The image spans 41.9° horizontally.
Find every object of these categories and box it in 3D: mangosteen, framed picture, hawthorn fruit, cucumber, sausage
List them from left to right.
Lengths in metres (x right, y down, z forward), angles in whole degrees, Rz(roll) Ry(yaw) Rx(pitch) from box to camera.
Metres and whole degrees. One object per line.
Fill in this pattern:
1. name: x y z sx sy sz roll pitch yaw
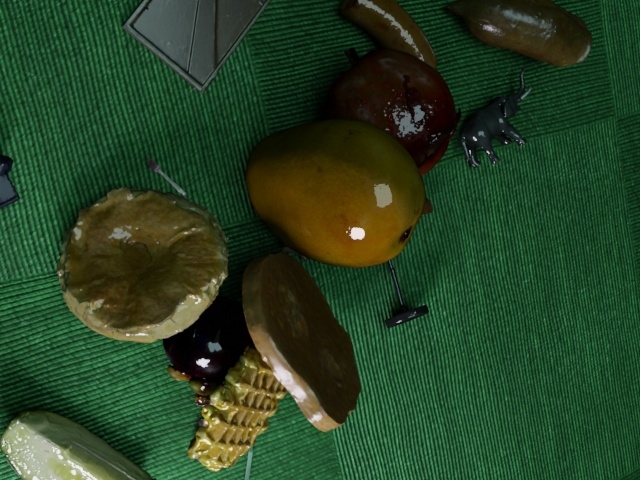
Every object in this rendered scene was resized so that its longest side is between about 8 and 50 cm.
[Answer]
1. cucumber: -0.495 0.445 1.665 0.145 0.105 0.325 -43 113 12
2. framed picture: -0.245 -0.486 1.745 0.213 0.016 0.289 38 78 -24
3. mangosteen: -0.230 0.226 1.726 0.194 0.194 0.230 -3 106 -25
4. hawthorn fruit: 0.146 -0.261 1.817 0.316 0.316 0.315 -2 96 -25
5. sausage: 0.164 -0.472 1.898 0.270 0.109 0.108 41 77 -22

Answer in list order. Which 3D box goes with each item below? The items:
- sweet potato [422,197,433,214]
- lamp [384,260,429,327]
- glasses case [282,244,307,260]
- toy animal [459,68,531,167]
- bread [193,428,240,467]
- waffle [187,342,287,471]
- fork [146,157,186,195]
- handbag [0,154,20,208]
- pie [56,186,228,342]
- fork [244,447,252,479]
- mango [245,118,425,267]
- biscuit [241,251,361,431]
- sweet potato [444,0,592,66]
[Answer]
1. sweet potato: 0.211 -0.084 1.982 0.117 0.049 0.049 -1 95 -26
2. lamp: 0.165 0.030 1.936 0.130 0.109 0.370 -16 101 -27
3. glasses case: 0.000 0.000 1.887 0.194 0.070 0.102 11 57 -22
4. toy animal: 0.445 -0.288 2.056 0.269 0.082 0.137 -43 112 -16
5. bread: -0.229 0.445 1.812 0.066 0.060 0.110 -34 111 14
6. waffle: -0.147 0.331 1.720 0.329 0.062 0.329 -46 153 -33
7. fork: -0.321 -0.131 1.744 0.115 0.012 0.016 44 80 -27
8. handbag: -0.736 -0.146 1.485 0.329 0.122 0.303 -29 106 -22
9. pie: -0.348 0.043 1.641 0.340 0.083 0.339 3 70 -7
10. fork: -0.162 0.488 1.866 0.039 0.021 0.235 11 88 -22
11. mango: 0.011 -0.100 1.674 0.232 0.446 0.299 -30 120 -36
12. biscuit: -0.042 0.197 1.726 0.062 0.385 0.365 -32 100 18
13. sweet potato: 0.480 -0.524 2.017 0.370 0.158 0.157 11 90 -25
